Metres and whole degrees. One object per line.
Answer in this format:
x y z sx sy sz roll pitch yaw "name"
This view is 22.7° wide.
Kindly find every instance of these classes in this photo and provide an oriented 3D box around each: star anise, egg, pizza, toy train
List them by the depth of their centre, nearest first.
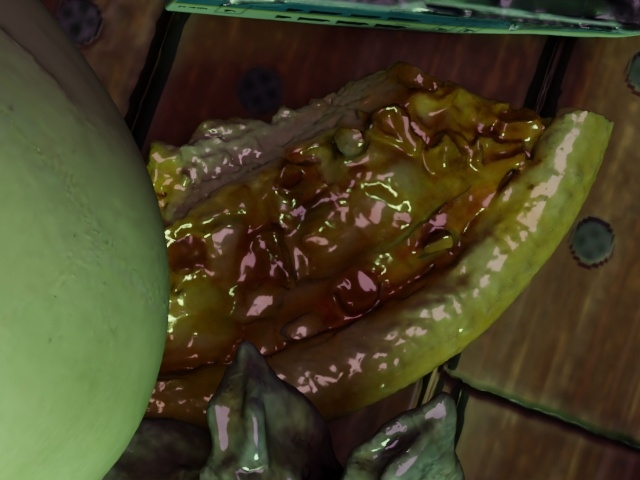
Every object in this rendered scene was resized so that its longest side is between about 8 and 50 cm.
-0.175 -0.009 0.546 0.269 0.219 0.219 35 80 -4 "egg"
-0.025 0.137 0.615 0.197 0.073 0.212 -6 116 23 "star anise"
0.005 0.004 0.670 0.271 0.056 0.134 -18 100 -14 "pizza"
0.052 -0.116 0.690 0.234 0.051 0.052 2 87 -16 "toy train"
